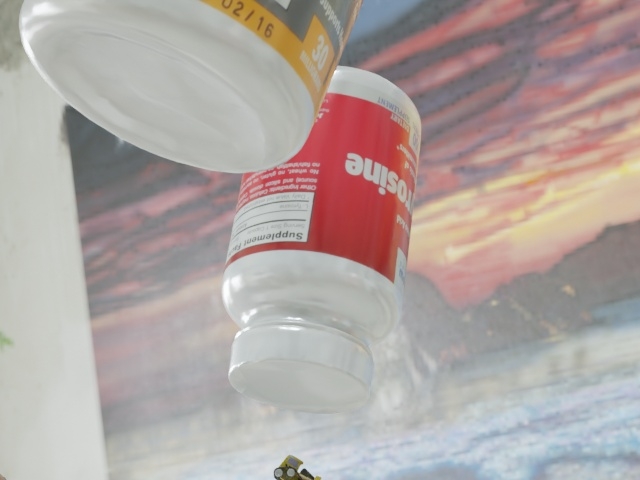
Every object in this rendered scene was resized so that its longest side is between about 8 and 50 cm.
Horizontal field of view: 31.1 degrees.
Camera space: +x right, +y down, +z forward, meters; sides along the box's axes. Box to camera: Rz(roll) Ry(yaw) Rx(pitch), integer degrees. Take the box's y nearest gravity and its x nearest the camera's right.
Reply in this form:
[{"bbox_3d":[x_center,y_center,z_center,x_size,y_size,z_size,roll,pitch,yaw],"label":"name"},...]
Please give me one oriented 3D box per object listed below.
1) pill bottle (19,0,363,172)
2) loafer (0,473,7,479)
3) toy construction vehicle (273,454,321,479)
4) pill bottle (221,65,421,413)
[{"bbox_3d":[-0.038,-0.191,0.632,0.162,0.278,0.162,19,-20,7],"label":"pill bottle"},{"bbox_3d":[-0.497,0.344,1.327,0.366,0.134,0.130,-18,-40,25],"label":"loafer"},{"bbox_3d":[0.007,0.225,1.028,0.098,0.035,0.086,31,-16,9],"label":"toy construction vehicle"},{"bbox_3d":[0.000,0.000,1.470,0.229,0.407,0.229,7,-27,3],"label":"pill bottle"}]
